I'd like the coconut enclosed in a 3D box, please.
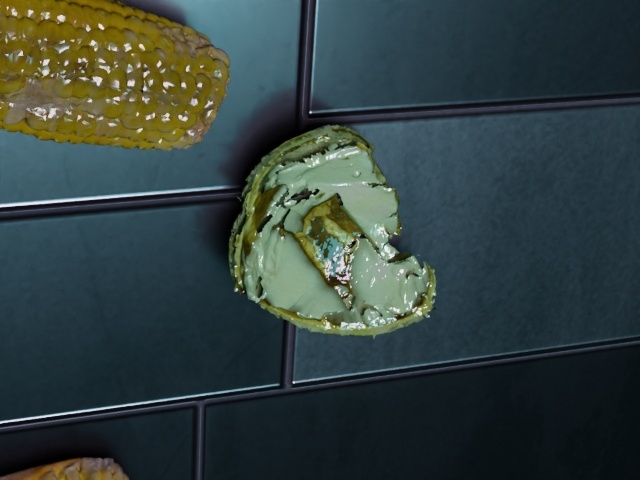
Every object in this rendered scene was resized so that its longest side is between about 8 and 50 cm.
[{"bbox_3d":[0.000,-0.004,0.839,0.133,0.055,0.158,-20,119,-10],"label":"coconut"}]

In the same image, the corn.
[{"bbox_3d":[-0.201,-0.109,0.685,0.319,0.097,0.097,11,110,-28],"label":"corn"}]

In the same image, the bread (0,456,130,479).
[{"bbox_3d":[-0.235,0.247,0.831,0.288,0.119,0.153,-20,118,-13],"label":"bread"}]
